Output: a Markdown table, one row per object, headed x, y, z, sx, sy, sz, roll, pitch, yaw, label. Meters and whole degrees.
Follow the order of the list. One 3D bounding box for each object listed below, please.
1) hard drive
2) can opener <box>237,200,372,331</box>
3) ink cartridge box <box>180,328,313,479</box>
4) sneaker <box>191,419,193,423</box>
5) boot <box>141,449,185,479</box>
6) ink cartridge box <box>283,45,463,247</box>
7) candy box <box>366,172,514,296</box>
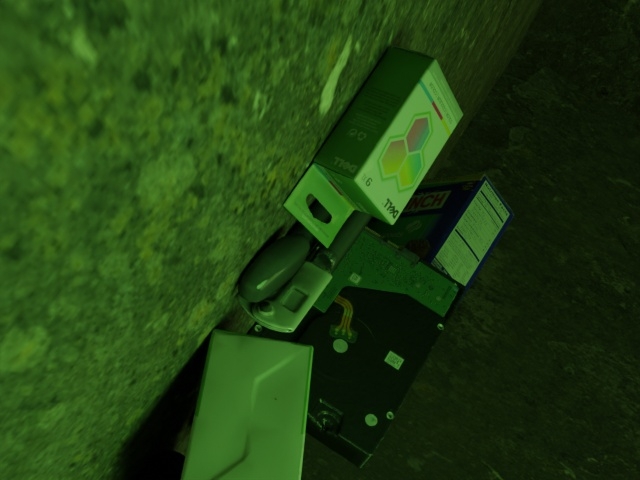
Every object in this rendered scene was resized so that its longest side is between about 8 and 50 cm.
| x | y | z | sx | sy | sz | roll | pitch | yaw | label |
| --- | --- | --- | --- | --- | --- | --- | --- | --- | --- |
| 0.046 | 0.133 | 1.146 | 0.339 | 0.237 | 0.064 | -53 | 172 | -36 | hard drive |
| 0.000 | 0.000 | 0.905 | 0.280 | 0.074 | 0.093 | -51 | 169 | -45 | can opener |
| -0.093 | 0.291 | 0.900 | 0.353 | 0.119 | 0.207 | 102 | -5 | -49 | ink cartridge box |
| -0.103 | 0.278 | 1.171 | 0.097 | 0.135 | 0.276 | -59 | 174 | -6 | sneaker |
| -0.212 | 0.364 | 0.904 | 0.219 | 0.082 | 0.106 | -67 | 179 | -55 | boot |
| 0.062 | -0.089 | 0.822 | 0.209 | 0.062 | 0.109 | -56 | 144 | -8 | ink cartridge box |
| 0.166 | 0.026 | 1.440 | 0.268 | 0.122 | 0.317 | -3 | -139 | 51 | candy box |
